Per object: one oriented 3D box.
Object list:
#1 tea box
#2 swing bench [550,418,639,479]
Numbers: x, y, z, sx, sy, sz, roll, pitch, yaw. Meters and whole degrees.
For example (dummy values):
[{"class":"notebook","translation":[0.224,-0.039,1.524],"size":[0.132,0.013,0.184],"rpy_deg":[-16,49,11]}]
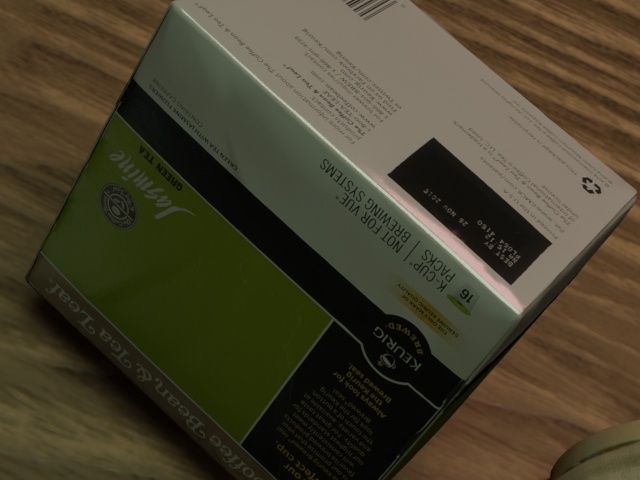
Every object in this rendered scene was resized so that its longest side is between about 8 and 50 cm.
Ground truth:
[{"class":"tea box","translation":[0.000,0.000,1.329],"size":[0.329,0.323,0.220],"rpy_deg":[43,40,8]},{"class":"swing bench","translation":[0.326,0.290,1.386],"size":[0.255,0.165,0.253],"rpy_deg":[12,55,-14]}]
